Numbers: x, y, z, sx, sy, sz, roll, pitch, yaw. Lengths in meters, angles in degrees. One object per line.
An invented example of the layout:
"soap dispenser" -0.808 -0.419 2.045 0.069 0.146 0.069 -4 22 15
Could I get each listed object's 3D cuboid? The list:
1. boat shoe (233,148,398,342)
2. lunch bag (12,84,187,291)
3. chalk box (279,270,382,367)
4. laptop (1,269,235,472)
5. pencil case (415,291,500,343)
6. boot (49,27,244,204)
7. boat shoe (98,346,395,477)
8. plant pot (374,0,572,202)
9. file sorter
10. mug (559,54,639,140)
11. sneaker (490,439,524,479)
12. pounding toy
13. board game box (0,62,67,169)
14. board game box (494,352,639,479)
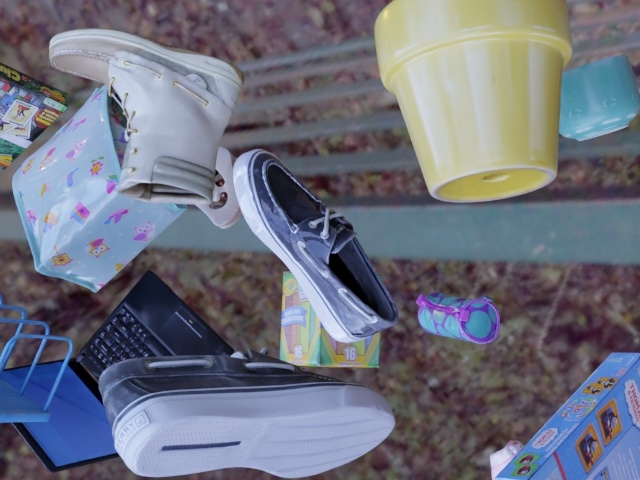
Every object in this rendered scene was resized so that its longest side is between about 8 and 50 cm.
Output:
"boat shoe" 0.000 0.000 1.670 0.102 0.108 0.301 -23 102 43
"lunch bag" -0.342 -0.092 1.902 0.223 0.160 0.262 -42 48 21
"chalk box" 0.018 0.113 2.187 0.132 0.132 0.213 -9 79 57
"laptop" -0.296 0.170 1.727 0.234 0.264 0.136 39 178 40
"pencil case" 0.193 0.107 1.774 0.070 0.064 0.152 33 170 -17
"boot" -0.201 -0.130 1.341 0.213 0.165 0.077 13 164 -2
"boat shoe" -0.064 0.157 1.248 0.121 0.335 0.119 -52 50 27
"plant pot" 0.207 -0.184 1.615 0.254 0.254 0.239 -29 65 58
"file sorter" -0.378 0.117 1.392 0.170 0.118 0.104 28 97 27
"mug" 0.395 -0.200 1.808 0.129 0.158 0.097 -18 88 26
"sneaker" 0.309 0.325 1.850 0.134 0.051 0.070 -18 82 31
"pounding toy" -0.220 -0.101 2.469 0.155 0.269 0.154 46 -134 -85
"board game box" -0.434 -0.171 1.432 0.136 0.260 0.030 -36 47 32
"board game box" 0.247 0.222 1.129 0.039 0.211 0.160 -3 114 45
